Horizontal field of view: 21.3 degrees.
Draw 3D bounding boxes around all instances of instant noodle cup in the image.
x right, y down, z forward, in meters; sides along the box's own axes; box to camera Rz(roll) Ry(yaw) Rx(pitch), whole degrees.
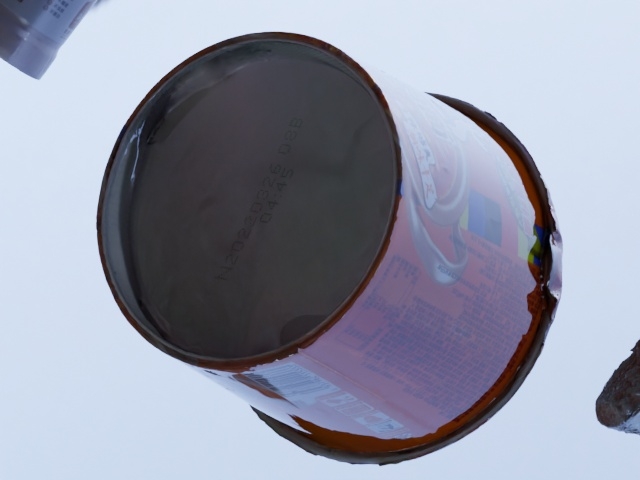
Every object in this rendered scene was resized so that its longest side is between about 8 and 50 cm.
[{"bbox_3d":[0.000,0.000,1.017,0.250,0.192,0.250,-7,-107,25],"label":"instant noodle cup"}]

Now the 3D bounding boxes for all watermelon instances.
[{"bbox_3d":[0.259,0.091,1.273,0.139,0.187,0.071,-26,-129,-24],"label":"watermelon"}]

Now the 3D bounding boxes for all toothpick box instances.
[{"bbox_3d":[-0.212,-0.211,1.311,0.149,0.098,0.098,-52,-143,4],"label":"toothpick box"}]
